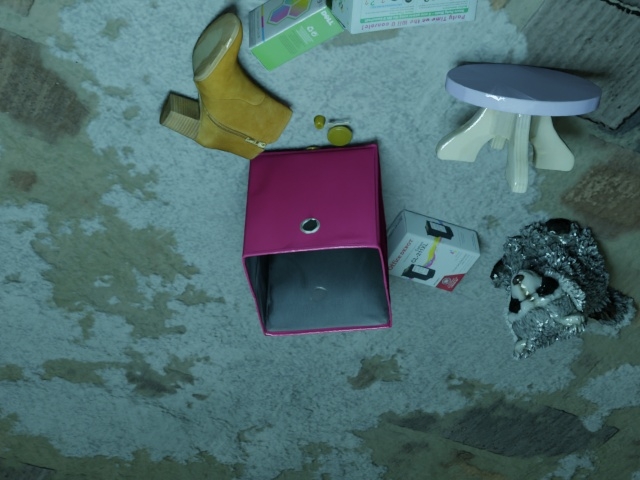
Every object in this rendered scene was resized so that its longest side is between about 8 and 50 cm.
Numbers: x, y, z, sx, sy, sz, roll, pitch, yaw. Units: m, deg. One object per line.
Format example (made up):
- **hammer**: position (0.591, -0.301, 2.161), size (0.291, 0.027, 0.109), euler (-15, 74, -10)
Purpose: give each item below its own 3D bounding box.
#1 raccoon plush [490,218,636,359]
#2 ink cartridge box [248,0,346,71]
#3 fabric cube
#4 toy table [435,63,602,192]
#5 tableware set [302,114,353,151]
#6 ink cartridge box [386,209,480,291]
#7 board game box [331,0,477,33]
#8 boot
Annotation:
- **raccoon plush**: position (0.546, 0.147, 2.321), size (0.446, 0.299, 0.216), euler (21, 130, -23)
- **ink cartridge box**: position (-0.019, -0.380, 1.883), size (0.209, 0.109, 0.062), euler (-25, 132, 20)
- **fabric cube**: position (0.000, 0.000, 2.141), size (0.254, 0.258, 0.259), euler (-4, 140, 6)
- **toy table**: position (0.348, -0.209, 2.006), size (0.274, 0.252, 0.161), euler (10, 119, 3)
- **tableware set**: position (0.013, -0.176, 2.156), size (0.104, 0.024, 0.154), euler (-3, 137, 4)
- **ink cartridge box**: position (0.221, 0.023, 2.334), size (0.175, 0.072, 0.127), euler (15, 133, -19)
- **board game box**: position (0.143, -0.482, 1.724), size (0.224, 0.097, 0.303), euler (-9, 127, -19)
- **boot**: position (-0.138, -0.268, 2.007), size (0.211, 0.104, 0.295), euler (16, 138, -26)
